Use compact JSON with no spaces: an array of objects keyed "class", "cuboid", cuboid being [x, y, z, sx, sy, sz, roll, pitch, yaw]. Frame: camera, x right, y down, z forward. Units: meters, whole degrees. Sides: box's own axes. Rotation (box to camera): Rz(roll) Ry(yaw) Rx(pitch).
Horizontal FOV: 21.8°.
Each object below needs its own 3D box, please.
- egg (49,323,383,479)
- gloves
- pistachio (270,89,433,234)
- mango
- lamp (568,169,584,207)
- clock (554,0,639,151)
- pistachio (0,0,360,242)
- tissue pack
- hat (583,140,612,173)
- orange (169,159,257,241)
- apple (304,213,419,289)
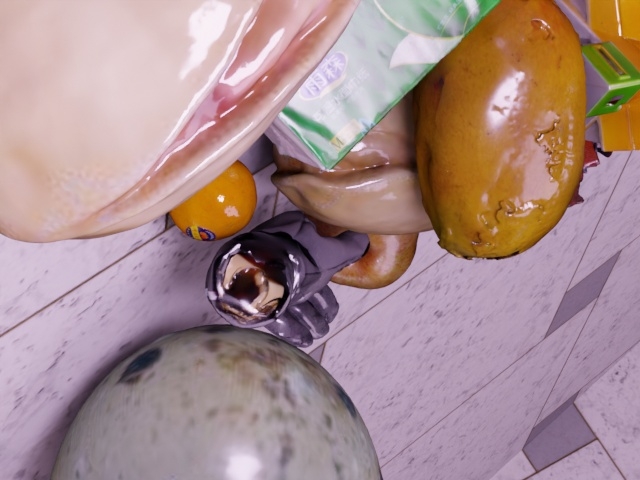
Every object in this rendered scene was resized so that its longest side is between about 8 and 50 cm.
[{"class":"egg","cuboid":[-0.103,0.269,1.661,0.345,0.345,0.428,-30,139,-35]},{"class":"gloves","cuboid":[-0.029,0.030,1.545,0.142,0.119,0.285,-29,167,9]},{"class":"pistachio","cuboid":[0.066,-0.087,1.578,0.293,0.181,0.162,-13,102,-54]},{"class":"mango","cuboid":[0.148,-0.102,1.439,0.151,0.156,0.249,-9,111,-39]},{"class":"lamp","cuboid":[0.180,-0.081,1.808,0.223,0.215,0.151,60,41,-37]},{"class":"clock","cuboid":[0.303,-0.178,1.564,0.235,0.309,0.166,-12,104,-16]},{"class":"pistachio","cuboid":[-0.110,-0.130,1.057,0.309,0.230,0.230,-42,160,3]},{"class":"tissue pack","cuboid":[0.011,-0.184,1.338,0.209,0.156,0.148,-45,-164,-5]},{"class":"hat","cuboid":[0.304,-0.150,1.986,0.129,0.140,0.227,-38,174,9]},{"class":"orange","cuboid":[-0.096,-0.039,1.465,0.083,0.083,0.083,-39,158,-18]},{"class":"apple","cuboid":[0.041,-0.013,1.712,0.126,0.126,0.102,-54,179,21]}]
